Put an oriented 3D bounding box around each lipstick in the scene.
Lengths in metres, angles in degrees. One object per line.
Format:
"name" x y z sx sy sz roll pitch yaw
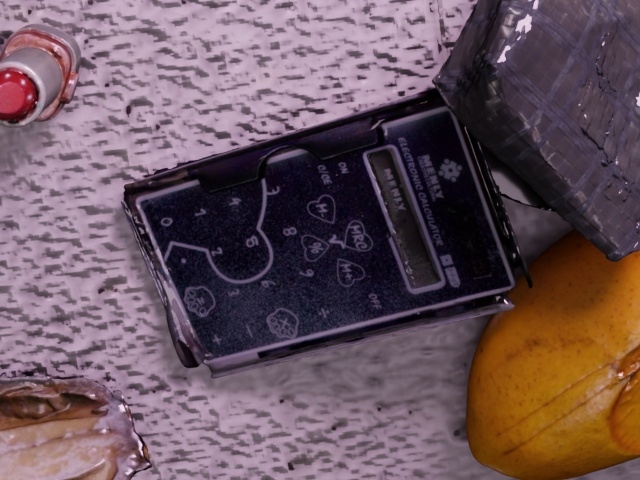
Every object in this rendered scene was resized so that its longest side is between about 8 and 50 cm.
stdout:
"lipstick" -0.195 -0.101 1.104 0.057 0.186 0.063 19 102 -6

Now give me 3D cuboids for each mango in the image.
"mango" 0.202 0.074 1.191 0.154 0.126 0.252 39 106 -19

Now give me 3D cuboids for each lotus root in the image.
"lotus root" -0.285 0.187 1.214 0.329 0.078 0.167 -12 65 -3

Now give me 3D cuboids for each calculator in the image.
"calculator" 0.000 0.000 1.174 0.274 0.028 0.166 -16 104 23

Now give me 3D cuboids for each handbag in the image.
"handbag" 0.193 -0.137 1.094 0.175 0.088 0.270 32 75 -15

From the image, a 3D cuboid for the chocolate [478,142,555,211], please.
"chocolate" 0.171 -0.079 1.176 0.148 0.080 0.125 -39 96 -1
